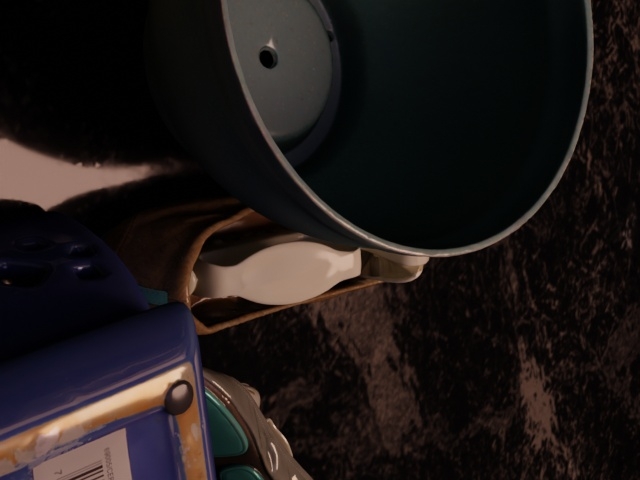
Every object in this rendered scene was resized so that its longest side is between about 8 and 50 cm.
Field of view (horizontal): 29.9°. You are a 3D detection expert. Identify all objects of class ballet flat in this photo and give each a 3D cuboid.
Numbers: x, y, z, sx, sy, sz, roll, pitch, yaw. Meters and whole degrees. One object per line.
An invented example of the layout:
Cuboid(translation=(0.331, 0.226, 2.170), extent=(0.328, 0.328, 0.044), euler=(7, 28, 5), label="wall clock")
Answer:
Cuboid(translation=(-0.063, 0.149, 0.914), extent=(0.213, 0.072, 0.068), euler=(63, 33, -34), label="ballet flat")
Cuboid(translation=(0.000, 0.000, 0.878), extent=(0.342, 0.124, 0.116), euler=(-13, 109, -40), label="ballet flat")

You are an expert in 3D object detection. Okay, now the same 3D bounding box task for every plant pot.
Cuboid(translation=(0.005, -0.131, 0.777), extent=(0.293, 0.196, 0.293), euler=(3, 85, -38), label="plant pot")
Cuboid(translation=(-0.186, 0.136, 0.687), extent=(0.236, 0.212, 0.236), euler=(-19, 114, -37), label="plant pot")
